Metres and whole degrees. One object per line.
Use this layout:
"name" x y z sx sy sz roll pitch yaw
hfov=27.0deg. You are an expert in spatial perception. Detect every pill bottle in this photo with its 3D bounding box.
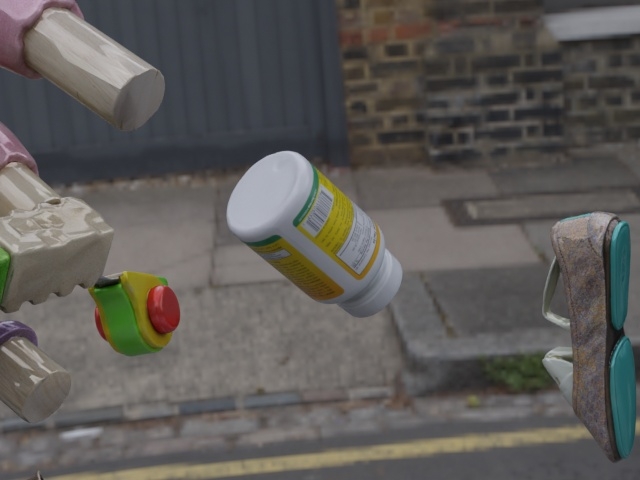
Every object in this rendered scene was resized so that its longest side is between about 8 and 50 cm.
"pill bottle" 0.000 0.000 1.525 0.117 0.208 0.118 -28 41 27

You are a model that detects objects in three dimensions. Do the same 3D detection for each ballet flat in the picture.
"ballet flat" 0.324 0.115 1.617 0.106 0.316 0.107 3 15 29

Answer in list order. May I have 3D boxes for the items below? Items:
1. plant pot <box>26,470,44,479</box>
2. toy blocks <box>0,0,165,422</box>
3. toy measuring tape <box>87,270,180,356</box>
"plant pot" -0.381 0.378 1.558 0.165 0.167 0.167 -20 19 -12
"toy blocks" -0.303 -0.021 0.789 0.260 0.309 0.288 34 31 25
"toy measuring tape" -0.281 0.103 1.838 0.121 0.121 0.330 2 -4 20
